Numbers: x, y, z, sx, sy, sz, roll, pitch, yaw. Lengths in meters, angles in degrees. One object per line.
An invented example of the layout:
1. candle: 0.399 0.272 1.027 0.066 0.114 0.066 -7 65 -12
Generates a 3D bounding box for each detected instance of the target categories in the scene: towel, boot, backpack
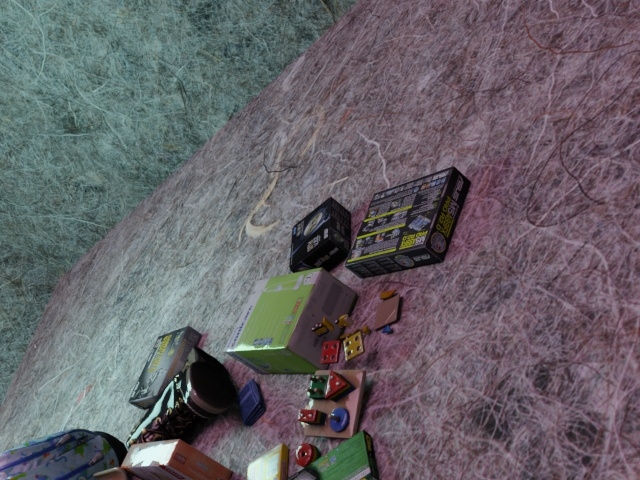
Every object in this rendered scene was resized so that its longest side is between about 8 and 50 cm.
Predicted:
1. towel: -0.166 0.378 1.801 0.067 0.029 0.119 -50 25 8
2. boot: -0.348 0.430 1.888 0.284 0.138 0.377 -53 15 -1
3. backpack: -0.711 0.619 1.980 0.290 0.273 0.355 -25 9 24

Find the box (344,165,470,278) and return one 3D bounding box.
1. box: 0.189 -0.035 1.708 0.270 0.060 0.216 -17 43 52

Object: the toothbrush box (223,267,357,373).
1. toothbrush box: -0.074 0.192 1.781 0.283 0.122 0.206 -13 46 52

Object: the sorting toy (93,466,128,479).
1. sorting toy: -0.480 0.637 1.806 0.047 0.196 0.347 -16 -10 -39

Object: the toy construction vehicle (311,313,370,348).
1. toy construction vehicle: 0.044 0.186 1.632 0.098 0.086 0.035 -32 25 38

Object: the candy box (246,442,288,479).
1. candy box: -0.110 0.513 1.533 0.105 0.027 0.206 -39 28 27

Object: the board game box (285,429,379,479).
1. board game box: -0.007 0.462 1.394 0.259 0.030 0.136 -37 26 17

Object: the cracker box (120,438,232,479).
1. cracker box: -0.329 0.520 1.742 0.232 0.155 0.067 -22 36 47

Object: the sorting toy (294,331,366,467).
1. sorting toy: 0.019 0.306 1.507 0.132 0.046 0.275 -10 60 44

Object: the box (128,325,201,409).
1. box: -0.459 0.376 2.267 0.183 0.056 0.231 -23 38 47

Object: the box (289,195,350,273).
1. box: 0.000 0.000 1.958 0.147 0.077 0.180 -37 29 28

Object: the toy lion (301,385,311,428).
1. toy lion: 0.001 0.342 1.570 0.100 0.034 0.096 -26 42 42

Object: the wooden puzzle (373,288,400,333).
1. wooden puzzle: 0.141 0.150 1.603 0.078 0.014 0.116 -30 32 47
